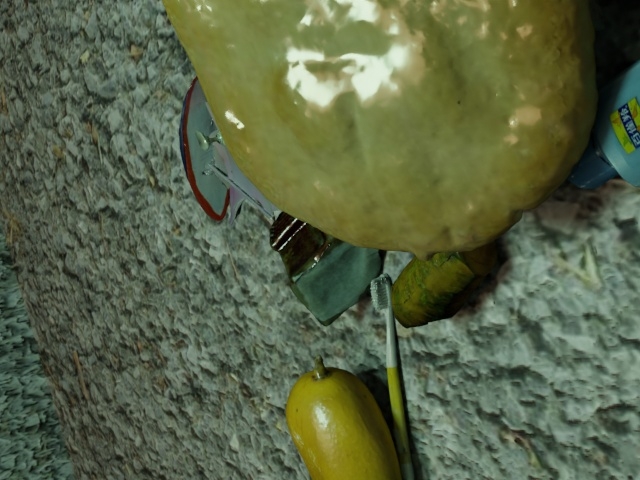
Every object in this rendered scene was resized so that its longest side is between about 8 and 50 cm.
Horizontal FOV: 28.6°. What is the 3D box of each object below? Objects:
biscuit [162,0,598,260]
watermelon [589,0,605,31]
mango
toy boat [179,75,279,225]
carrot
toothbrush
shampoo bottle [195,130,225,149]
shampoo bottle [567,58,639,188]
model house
[{"bbox_3d":[0.040,-0.186,1.152,0.429,0.104,0.446,-3,112,32],"label":"biscuit"},{"bbox_3d":[0.202,-0.252,1.140,0.080,0.101,0.155,-13,103,50],"label":"watermelon"},{"bbox_3d":[0.041,0.295,1.653,0.176,0.119,0.316,6,117,68],"label":"mango"},{"bbox_3d":[-0.136,-0.128,1.749,0.318,0.072,0.219,180,75,-71],"label":"toy boat"},{"bbox_3d":[0.138,0.039,1.396,0.082,0.082,0.173,64,147,16],"label":"carrot"},{"bbox_3d":[0.093,0.181,1.603,0.021,0.024,0.288,15,118,55],"label":"toothbrush"},{"bbox_3d":[-0.087,-0.140,1.614,0.077,0.152,0.045,66,149,12],"label":"shampoo bottle"},{"bbox_3d":[0.294,-0.111,1.064,0.258,0.061,0.103,-40,67,59],"label":"shampoo bottle"},{"bbox_3d":[0.005,-0.005,1.604,0.165,0.106,0.152,-44,47,20],"label":"model house"}]
